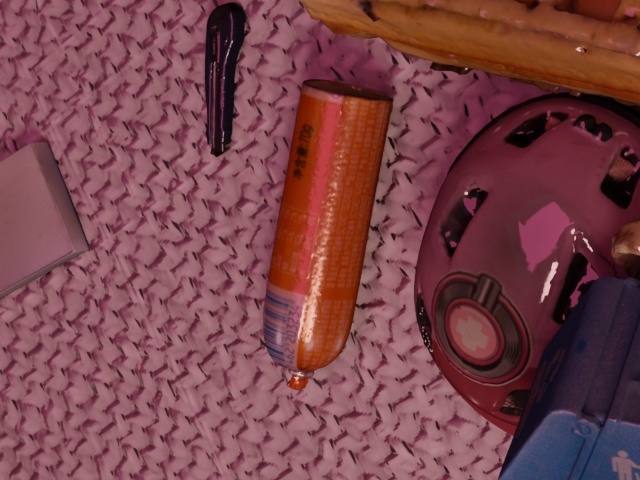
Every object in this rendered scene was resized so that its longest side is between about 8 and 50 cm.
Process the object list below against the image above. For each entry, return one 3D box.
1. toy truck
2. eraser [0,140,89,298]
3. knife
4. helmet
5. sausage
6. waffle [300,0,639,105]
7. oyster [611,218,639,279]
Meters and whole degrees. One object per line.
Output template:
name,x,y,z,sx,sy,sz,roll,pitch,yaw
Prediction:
toy truck,0.290,0.135,1.063,0.367,0.146,0.175,7,138,20
eraser,-0.273,-0.009,1.545,0.150,0.023,0.103,-27,81,30
knife,-0.076,-0.126,1.418,0.031,0.018,0.121,7,100,33
helmet,0.147,0.023,1.222,0.198,0.154,0.253,33,106,23
sausage,0.000,0.000,1.352,0.071,0.071,0.234,17,102,29
waffle,0.193,-0.220,1.154,0.376,0.114,0.261,16,81,29
oyster,0.358,-0.001,1.095,0.341,0.166,0.110,-6,67,24
